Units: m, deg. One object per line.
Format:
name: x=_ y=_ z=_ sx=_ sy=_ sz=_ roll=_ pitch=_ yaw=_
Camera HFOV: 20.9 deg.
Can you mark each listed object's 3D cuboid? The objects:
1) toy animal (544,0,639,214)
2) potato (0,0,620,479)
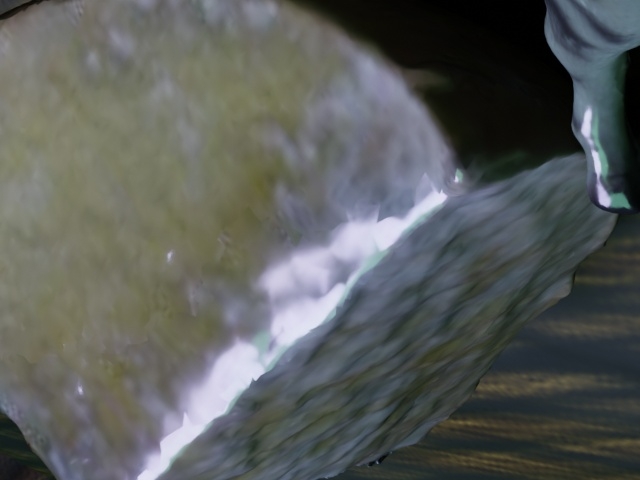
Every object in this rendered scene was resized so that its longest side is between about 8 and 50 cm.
toy animal: x=0.142 y=-0.059 z=0.369 sx=0.255 sy=0.090 sz=0.170 roll=4 pitch=146 yaw=47
potato: x=-0.009 y=-0.036 z=0.638 sx=0.264 sy=0.211 sz=0.189 roll=-47 pitch=66 yaw=40
